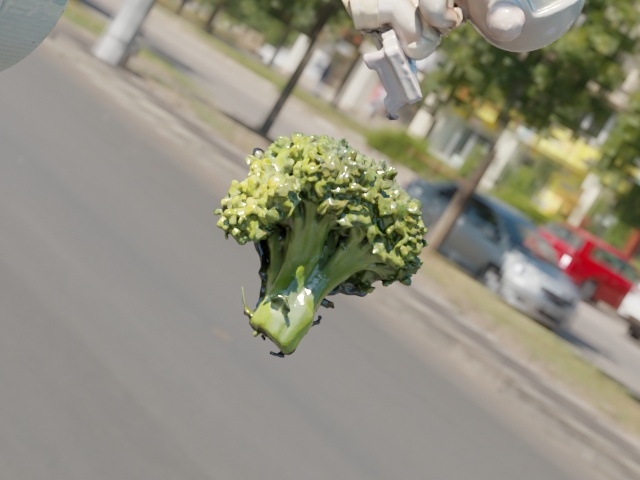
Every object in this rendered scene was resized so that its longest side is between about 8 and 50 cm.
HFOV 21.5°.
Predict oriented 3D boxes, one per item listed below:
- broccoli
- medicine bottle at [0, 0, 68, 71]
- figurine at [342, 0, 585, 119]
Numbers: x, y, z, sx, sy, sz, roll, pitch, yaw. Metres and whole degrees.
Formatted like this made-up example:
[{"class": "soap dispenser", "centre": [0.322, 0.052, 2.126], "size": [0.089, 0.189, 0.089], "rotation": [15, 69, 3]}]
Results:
[{"class": "broccoli", "centre": [0.009, -0.014, 1.974], "size": [0.242, 0.273, 0.180], "rotation": [29, -35, -11]}, {"class": "medicine bottle", "centre": [-0.301, -0.198, 1.006], "size": [0.190, 0.190, 0.332], "rotation": [32, 14, 20]}, {"class": "figurine", "centre": [0.160, -0.229, 1.671], "size": [0.182, 0.257, 0.144], "rotation": [-56, 125, -83]}]
